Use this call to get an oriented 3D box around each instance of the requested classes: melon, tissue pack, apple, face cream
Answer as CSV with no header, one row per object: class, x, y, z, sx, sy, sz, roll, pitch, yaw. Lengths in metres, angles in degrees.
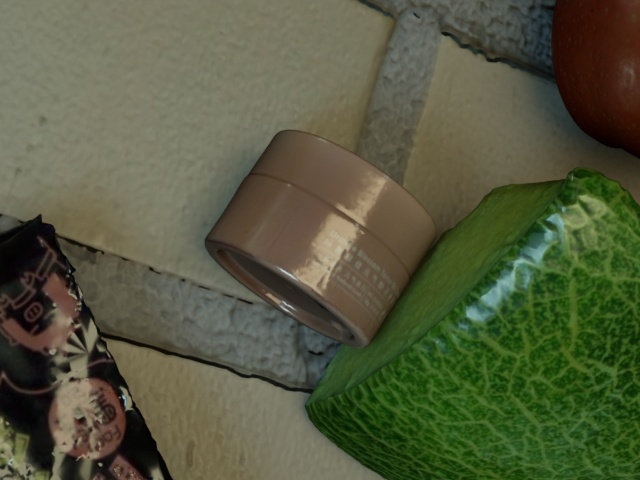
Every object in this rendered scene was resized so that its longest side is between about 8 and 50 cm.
melon,0.209,0.109,0.969,0.343,0.226,0.331,33,116,-16
tissue pack,-0.232,0.177,0.832,0.245,0.123,0.332,-27,94,-25
apple,0.319,-0.165,0.990,0.260,0.260,0.216,4,109,-21
face cream,0.000,0.000,0.914,0.149,0.149,0.104,37,77,-16
